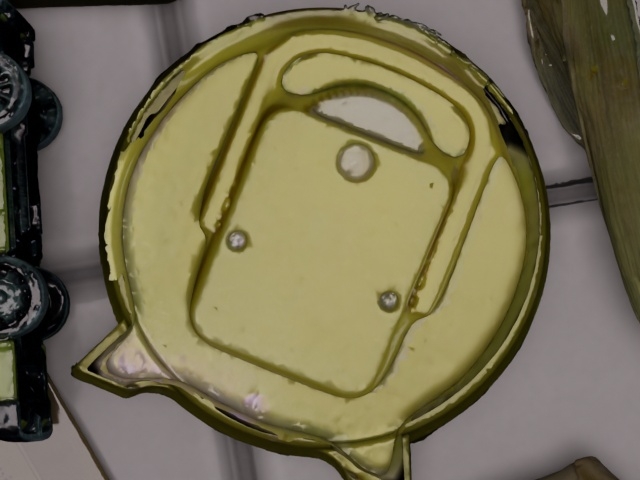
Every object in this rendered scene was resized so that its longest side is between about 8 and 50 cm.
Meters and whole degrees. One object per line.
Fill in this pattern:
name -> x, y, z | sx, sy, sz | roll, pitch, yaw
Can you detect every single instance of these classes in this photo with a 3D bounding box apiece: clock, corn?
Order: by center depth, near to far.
corn -> 0.210, -0.076, 1.194 | 0.122, 0.123, 0.305 | -20, 92, 3
clock -> 0.001, -0.002, 1.223 | 0.277, 0.071, 0.293 | 28, 98, -1

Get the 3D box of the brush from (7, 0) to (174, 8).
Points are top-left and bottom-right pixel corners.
brush -> -0.180, -0.208, 1.218 | 0.197, 0.059, 0.123 | -2, 92, 0

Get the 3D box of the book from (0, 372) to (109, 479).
book -> -0.221, 0.142, 1.258 | 0.138, 0.016, 0.198 | -29, 93, 1

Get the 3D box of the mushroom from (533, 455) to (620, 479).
mushroom -> 0.042, 0.229, 1.228 | 0.351, 0.097, 0.109 | -17, 96, -3

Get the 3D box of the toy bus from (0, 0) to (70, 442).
toy bus -> -0.234, -0.006, 1.184 | 0.150, 0.128, 0.262 | -4, 85, 2
